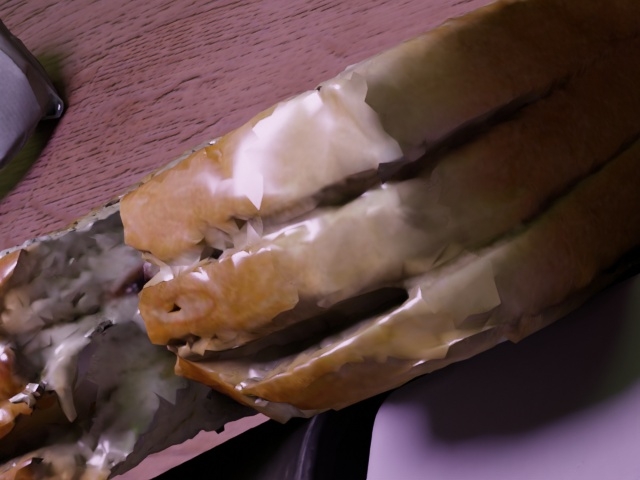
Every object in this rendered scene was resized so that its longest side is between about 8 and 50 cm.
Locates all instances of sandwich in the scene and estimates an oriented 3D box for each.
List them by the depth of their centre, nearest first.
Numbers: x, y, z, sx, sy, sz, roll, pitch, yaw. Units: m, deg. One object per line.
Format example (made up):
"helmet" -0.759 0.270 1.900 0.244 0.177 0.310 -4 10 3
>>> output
"sandwich" -0.001 -0.001 0.575 0.273 0.095 0.249 -24 5 41

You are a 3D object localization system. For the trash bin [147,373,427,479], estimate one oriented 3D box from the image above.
"trash bin" -0.052 0.192 0.644 0.301 0.203 0.252 -30 -9 30

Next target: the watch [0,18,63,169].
"watch" -0.350 -0.093 1.483 0.241 0.162 0.253 -48 28 -13

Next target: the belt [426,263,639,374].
"belt" 0.085 0.021 0.695 0.105 0.058 0.140 -26 42 43

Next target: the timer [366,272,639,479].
"timer" 0.137 0.124 0.461 0.195 0.192 0.194 -30 34 32
